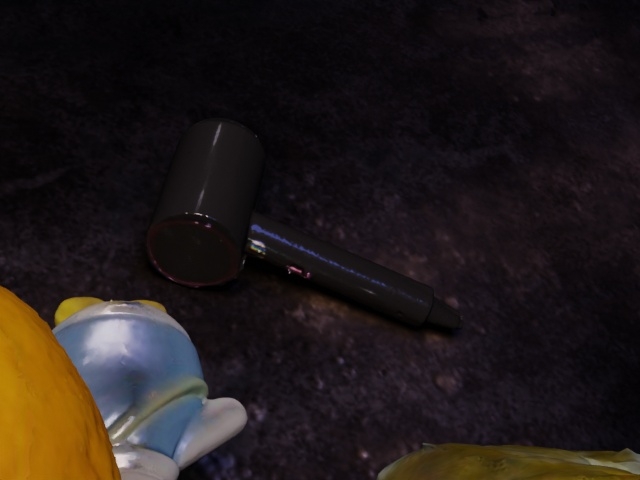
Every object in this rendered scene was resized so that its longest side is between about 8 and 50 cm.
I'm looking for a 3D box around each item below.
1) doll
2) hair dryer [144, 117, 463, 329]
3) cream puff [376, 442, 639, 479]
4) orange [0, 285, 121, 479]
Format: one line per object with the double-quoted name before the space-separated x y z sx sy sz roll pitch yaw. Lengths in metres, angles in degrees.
"doll" -0.118 0.128 0.708 0.135 0.098 0.241 30 39 -39
"hair dryer" 0.000 0.001 0.895 0.248 0.070 0.114 21 46 -12
"cream puff" 0.178 0.243 0.605 0.378 0.378 0.276 4 81 -21
"orange" -0.244 0.139 0.503 0.340 0.293 0.341 12 50 -14
